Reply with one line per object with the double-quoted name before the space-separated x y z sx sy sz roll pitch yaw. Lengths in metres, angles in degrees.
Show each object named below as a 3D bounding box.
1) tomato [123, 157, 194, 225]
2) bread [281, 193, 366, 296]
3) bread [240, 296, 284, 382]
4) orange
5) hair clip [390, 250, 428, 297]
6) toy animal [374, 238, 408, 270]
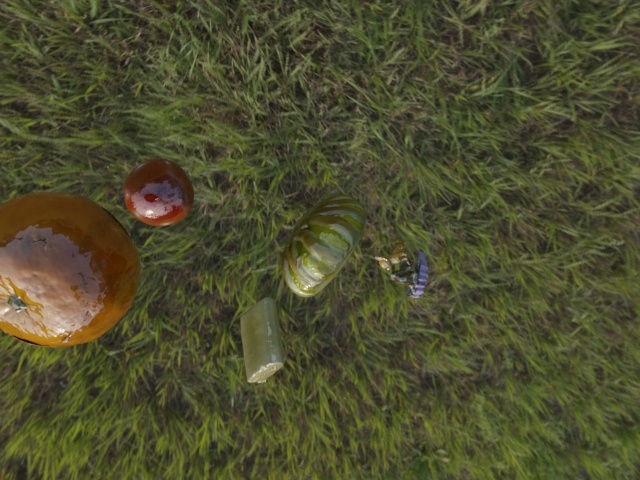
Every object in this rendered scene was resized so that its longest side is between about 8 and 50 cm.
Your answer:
"tomato" -0.389 -0.115 1.296 0.168 0.167 0.167 -5 116 -9
"bread" 0.000 0.000 0.957 0.105 0.213 0.213 39 104 -6
"bread" -0.143 0.248 1.316 0.060 0.178 0.139 15 141 -35
"orange" -0.466 0.050 0.941 0.284 0.226 0.283 5 118 10
"hair clip" 0.232 0.084 1.343 0.085 0.292 0.106 12 98 13
"toy animal" 0.181 0.037 1.375 0.083 0.081 0.060 -16 154 8
